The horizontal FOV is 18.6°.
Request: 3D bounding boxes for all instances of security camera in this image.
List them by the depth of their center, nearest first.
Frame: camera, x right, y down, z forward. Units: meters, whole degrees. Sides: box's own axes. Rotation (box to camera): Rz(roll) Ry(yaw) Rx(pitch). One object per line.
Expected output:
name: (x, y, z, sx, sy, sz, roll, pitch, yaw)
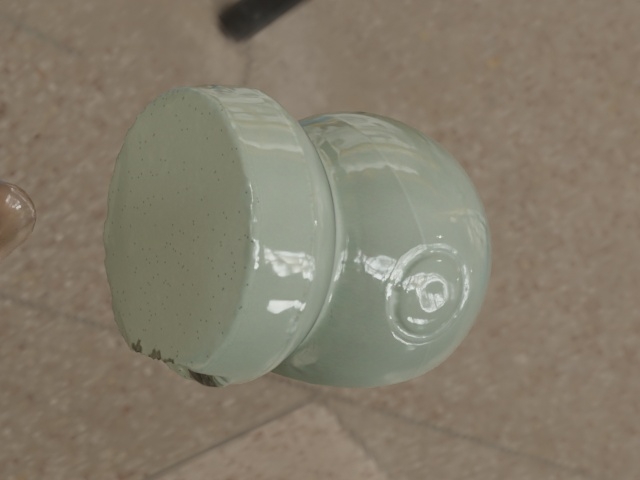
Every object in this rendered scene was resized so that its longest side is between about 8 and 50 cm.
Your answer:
security camera: (0.000, 0.000, 1.257, 0.236, 0.194, 0.194, 3, 69, -37)

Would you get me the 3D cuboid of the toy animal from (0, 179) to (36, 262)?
toy animal: (-0.313, 0.019, 1.051, 0.256, 0.213, 0.195, -39, 121, -33)
